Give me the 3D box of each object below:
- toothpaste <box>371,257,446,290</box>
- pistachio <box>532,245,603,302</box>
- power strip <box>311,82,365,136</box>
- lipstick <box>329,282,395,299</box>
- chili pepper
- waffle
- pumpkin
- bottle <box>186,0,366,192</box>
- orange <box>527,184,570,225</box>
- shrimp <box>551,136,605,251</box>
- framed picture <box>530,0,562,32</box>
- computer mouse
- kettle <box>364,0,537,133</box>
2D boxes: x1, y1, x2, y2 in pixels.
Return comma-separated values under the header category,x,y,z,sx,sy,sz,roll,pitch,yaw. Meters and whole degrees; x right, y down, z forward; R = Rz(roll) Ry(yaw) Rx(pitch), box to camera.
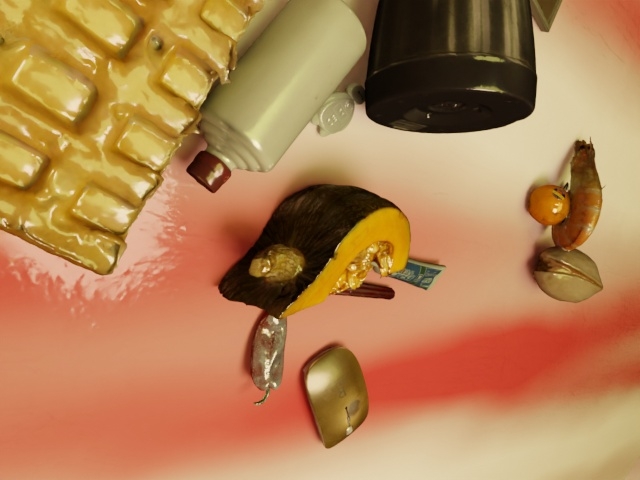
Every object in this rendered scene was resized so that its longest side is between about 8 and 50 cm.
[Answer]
category,x,y,z,sx,sy,sz,roll,pitch,yaw
toothpaste,0.143,0.049,0.868,0.197,0.035,0.057,17,112,-43
pistachio,0.535,0.073,1.133,0.184,0.124,0.125,15,98,-39
power strip,0.022,-0.176,0.688,0.083,0.035,0.055,-42,129,-2
lipstick,0.058,0.077,0.815,0.176,0.027,0.027,11,100,-42
chili pepper,-0.072,0.153,0.731,0.050,0.041,0.153,4,89,-60
waffle,-0.227,-0.179,0.433,0.304,0.077,0.348,34,85,-34
pumpkin,-0.004,-0.001,0.670,0.247,0.131,0.126,-22,129,-36
bottle,-0.057,-0.157,0.577,0.245,0.104,0.104,-54,131,-10
orange,0.456,-0.070,1.041,0.083,0.083,0.084,-16,117,-34
shrimp,0.531,-0.095,1.076,0.067,0.150,0.249,19,78,-6
framed picture,0.356,-0.471,0.806,0.259,0.023,0.189,14,99,-53
computer mouse,0.029,0.263,0.853,0.102,0.044,0.199,-27,122,-25
kettle,0.180,-0.287,0.656,0.250,0.207,0.272,2,89,-27
